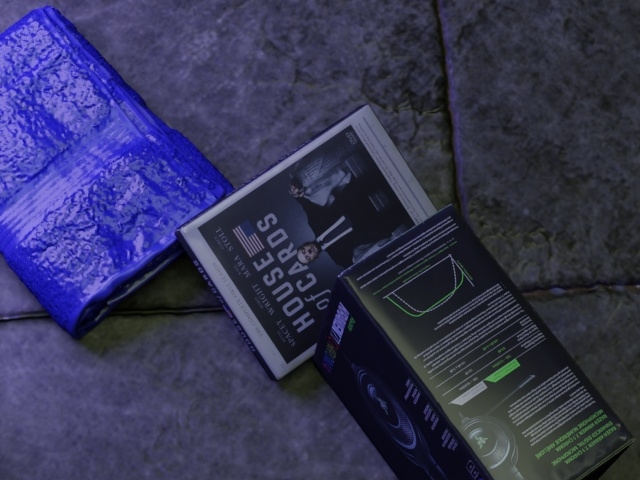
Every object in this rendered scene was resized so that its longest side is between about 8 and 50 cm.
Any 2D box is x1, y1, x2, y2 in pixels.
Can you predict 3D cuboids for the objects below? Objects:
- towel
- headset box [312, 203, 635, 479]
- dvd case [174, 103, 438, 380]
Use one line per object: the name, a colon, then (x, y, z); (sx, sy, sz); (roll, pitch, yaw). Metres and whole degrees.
towel: (-0.258, -0.081, 1.622); (0.227, 0.076, 0.308); (-40, 76, -20)
headset box: (0.134, 0.152, 1.467); (0.131, 0.246, 0.283); (-32, 74, -17)
dvd case: (0.000, 0.000, 1.602); (0.238, 0.029, 0.179); (-35, 96, -19)
